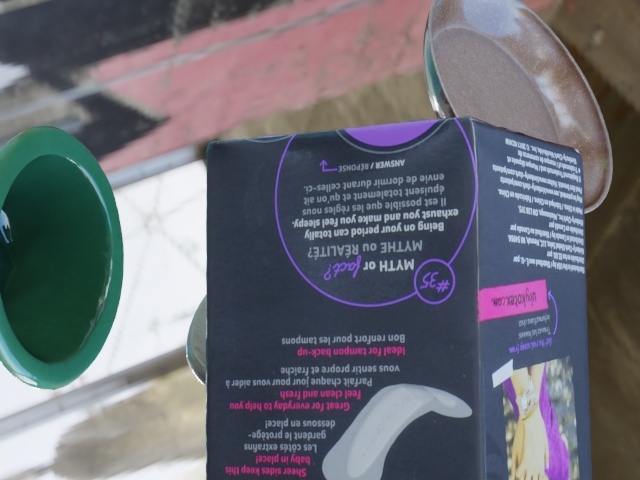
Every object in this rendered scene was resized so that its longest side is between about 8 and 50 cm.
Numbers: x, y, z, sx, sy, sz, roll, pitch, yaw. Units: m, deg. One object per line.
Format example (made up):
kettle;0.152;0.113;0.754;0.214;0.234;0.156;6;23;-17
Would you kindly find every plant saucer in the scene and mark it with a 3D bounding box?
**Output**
plant saucer;0.140;-0.101;1.142;0.036;0.198;0.198;-34;-103;38

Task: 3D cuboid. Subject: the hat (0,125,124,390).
hat;-0.255;0.008;1.076;0.183;0.208;0.173;-3;-55;23

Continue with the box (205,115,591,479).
box;0.043;0.082;0.811;0.165;0.143;0.270;-3;-96;32

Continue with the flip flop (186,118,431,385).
flip flop;0.000;0.000;1.146;0.112;0.277;0.080;35;-18;33
